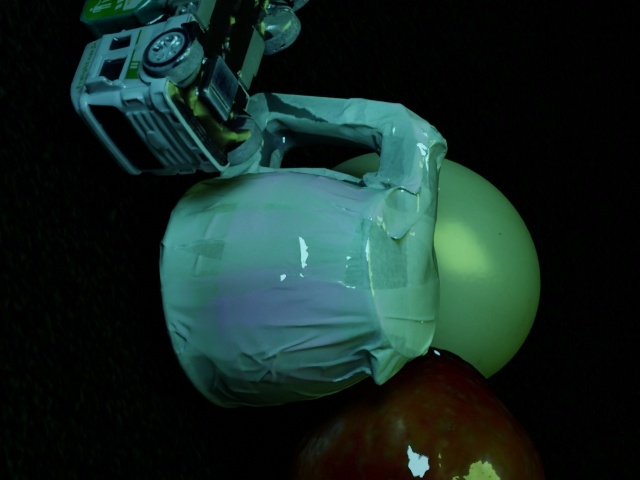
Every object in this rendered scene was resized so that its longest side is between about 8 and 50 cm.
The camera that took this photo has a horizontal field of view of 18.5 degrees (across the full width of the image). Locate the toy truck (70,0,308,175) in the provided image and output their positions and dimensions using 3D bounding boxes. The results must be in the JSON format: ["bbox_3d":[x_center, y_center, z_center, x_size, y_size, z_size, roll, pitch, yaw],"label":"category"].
[{"bbox_3d":[-0.088,-0.161,1.346,0.114,0.124,0.253,54,41,-41],"label":"toy truck"}]

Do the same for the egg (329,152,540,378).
[{"bbox_3d":[0.071,0.023,1.534,0.241,0.186,0.186,38,43,-48],"label":"egg"}]

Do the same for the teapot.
[{"bbox_3d":[0.004,0.012,1.370,0.163,0.178,0.221,66,32,-33],"label":"teapot"}]

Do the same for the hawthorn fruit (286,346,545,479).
[{"bbox_3d":[0.071,0.199,1.390,0.250,0.215,0.215,-101,172,-79],"label":"hawthorn fruit"}]
